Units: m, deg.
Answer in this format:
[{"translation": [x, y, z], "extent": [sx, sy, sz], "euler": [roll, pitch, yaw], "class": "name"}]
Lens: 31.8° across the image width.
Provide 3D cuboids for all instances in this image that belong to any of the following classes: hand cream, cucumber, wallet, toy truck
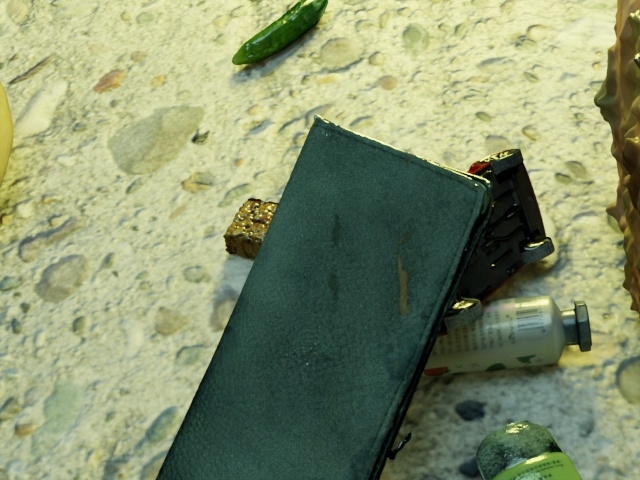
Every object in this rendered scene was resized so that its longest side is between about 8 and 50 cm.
[{"translation": [0.181, 0.218, 0.866], "extent": [0.095, 0.046, 0.175], "euler": [-18, 48, -9], "class": "hand cream"}, {"translation": [0.100, 0.090, 1.002], "extent": [0.276, 0.059, 0.095], "euler": [-7, 39, 11], "class": "hand cream"}, {"translation": [-0.040, -0.261, 1.373], "extent": [0.168, 0.039, 0.039], "euler": [-40, 52, -22], "class": "cucumber"}, {"translation": [-0.008, 0.102, 0.874], "extent": [0.191, 0.046, 0.379], "euler": [26, 94, 36], "class": "wallet"}, {"translation": [0.113, 0.001, 1.004], "extent": [0.114, 0.107, 0.253], "euler": [-15, 9, 35], "class": "toy truck"}]

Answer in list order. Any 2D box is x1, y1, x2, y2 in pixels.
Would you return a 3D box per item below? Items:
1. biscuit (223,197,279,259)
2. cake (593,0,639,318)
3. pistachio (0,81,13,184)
[{"translation": [0.000, 0.000, 1.118], "extent": [0.199, 0.034, 0.064], "euler": [10, 49, 21], "class": "biscuit"}, {"translation": [0.387, -0.067, 0.925], "extent": [0.293, 0.314, 0.307], "euler": [-2, 38, 6], "class": "cake"}, {"translation": [-0.430, -0.092, 1.189], "extent": [0.187, 0.187, 0.299], "euler": [-6, 50, 5], "class": "pistachio"}]
